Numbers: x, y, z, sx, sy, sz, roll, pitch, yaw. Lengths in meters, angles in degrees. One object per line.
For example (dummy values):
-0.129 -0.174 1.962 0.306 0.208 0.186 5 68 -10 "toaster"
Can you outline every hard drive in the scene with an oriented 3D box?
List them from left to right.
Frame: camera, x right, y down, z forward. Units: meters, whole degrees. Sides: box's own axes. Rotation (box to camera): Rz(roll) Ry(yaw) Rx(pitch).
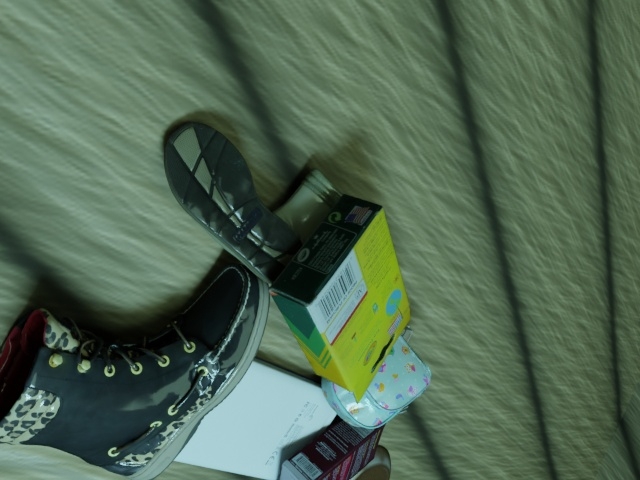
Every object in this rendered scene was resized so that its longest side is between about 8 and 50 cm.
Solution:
-0.111 0.334 1.114 0.319 0.040 0.210 34 90 -44 "hard drive"

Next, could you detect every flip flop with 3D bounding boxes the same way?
-0.126 -0.044 0.868 0.112 0.080 0.277 -50 119 -17 "flip flop"

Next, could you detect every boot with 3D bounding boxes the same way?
-0.265 0.161 0.844 0.284 0.138 0.377 32 96 -43 "boot"
0.000 0.000 1.000 0.165 0.077 0.213 -48 126 -8 "boot"

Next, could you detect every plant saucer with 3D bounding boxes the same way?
0.098 0.574 1.410 0.199 0.036 0.198 -18 123 -30 "plant saucer"

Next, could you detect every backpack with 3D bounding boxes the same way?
0.101 0.262 1.143 0.188 0.144 0.165 -39 93 -14 "backpack"

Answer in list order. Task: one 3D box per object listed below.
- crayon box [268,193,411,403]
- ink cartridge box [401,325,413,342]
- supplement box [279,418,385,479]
0.048 0.106 0.981 0.202 0.081 0.318 -52 143 -26 "crayon box"
0.163 0.202 1.269 0.083 0.028 0.048 15 103 -42 "ink cartridge box"
0.023 0.444 1.212 0.240 0.073 0.130 -23 137 -42 "supplement box"
